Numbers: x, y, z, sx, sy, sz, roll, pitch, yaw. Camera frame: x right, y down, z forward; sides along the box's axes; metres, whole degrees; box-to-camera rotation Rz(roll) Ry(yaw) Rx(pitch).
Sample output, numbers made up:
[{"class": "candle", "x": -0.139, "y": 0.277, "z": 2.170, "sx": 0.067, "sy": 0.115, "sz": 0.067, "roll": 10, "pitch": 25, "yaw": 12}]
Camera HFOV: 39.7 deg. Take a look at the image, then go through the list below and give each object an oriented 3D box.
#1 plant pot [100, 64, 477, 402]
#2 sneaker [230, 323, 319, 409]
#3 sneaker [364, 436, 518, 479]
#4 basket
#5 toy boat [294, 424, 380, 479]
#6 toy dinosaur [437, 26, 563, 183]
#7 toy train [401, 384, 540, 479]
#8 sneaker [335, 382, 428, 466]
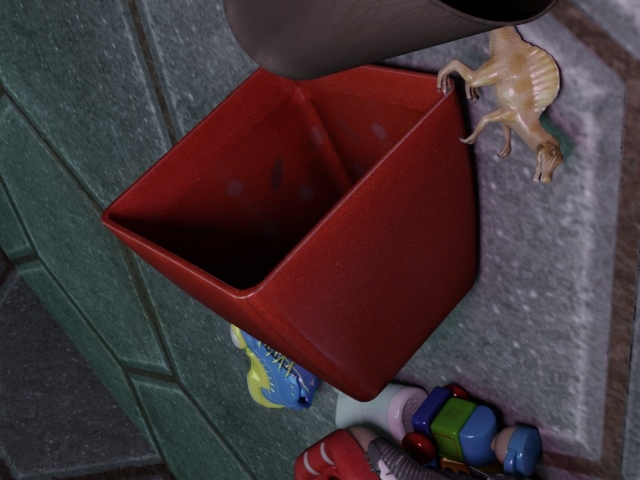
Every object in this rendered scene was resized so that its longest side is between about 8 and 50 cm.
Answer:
[{"class": "plant pot", "x": 0.000, "y": 0.000, "z": 0.872, "sx": 0.267, "sy": 0.267, "sz": 0.235, "roll": 23, "pitch": 152, "yaw": 49}, {"class": "sneaker", "x": -0.059, "y": 0.170, "z": 1.370, "sx": 0.126, "sy": 0.091, "sz": 0.240, "roll": 14, "pitch": 134, "yaw": 29}, {"class": "sneaker", "x": 0.156, "y": 0.276, "z": 0.943, "sx": 0.234, "sy": 0.106, "sz": 0.078, "roll": 39, "pitch": 174, "yaw": 22}, {"class": "basket", "x": 0.028, "y": -0.209, "z": 0.650, "sx": 0.204, "sy": 0.154, "sz": 0.227, "roll": 33, "pitch": 159, "yaw": -23}, {"class": "toy boat", "x": 0.015, "y": 0.333, "z": 1.121, "sx": 0.151, "sy": 0.151, "sz": 0.231, "roll": 57, "pitch": 147, "yaw": 11}, {"class": "toy dinosaur", "x": 0.145, "y": -0.133, "z": 0.705, "sx": 0.093, "sy": 0.053, "sz": 0.183, "roll": -13, "pitch": 97, "yaw": 44}, {"class": "toy train", "x": 0.198, "y": 0.295, "z": 1.048, "sx": 0.143, "sy": 0.105, "sz": 0.248, "roll": 10, "pitch": 130, "yaw": 39}, {"class": "sneaker", "x": 0.101, "y": 0.299, "z": 1.206, "sx": 0.151, "sy": 0.094, "sz": 0.255, "roll": 7, "pitch": 117, "yaw": 50}]
